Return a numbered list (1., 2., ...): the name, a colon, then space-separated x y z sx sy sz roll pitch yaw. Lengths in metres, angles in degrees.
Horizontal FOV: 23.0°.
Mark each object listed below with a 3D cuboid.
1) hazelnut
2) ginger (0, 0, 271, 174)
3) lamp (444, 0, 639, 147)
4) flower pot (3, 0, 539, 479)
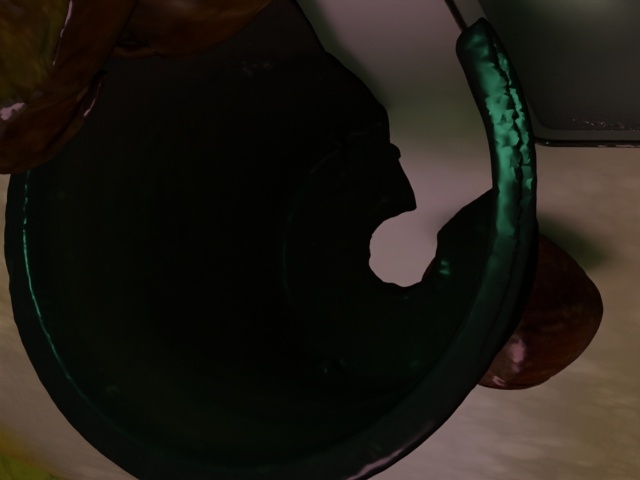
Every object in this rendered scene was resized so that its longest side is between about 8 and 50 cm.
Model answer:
1. hazelnut: 0.159 0.053 1.327 0.154 0.143 0.143 5 156 43
2. ginger: -0.097 -0.226 0.779 0.176 0.254 0.418 38 145 23
3. lamp: 0.212 -0.135 0.947 0.266 0.047 0.269 5 155 27
4. flower pot: 0.000 0.000 1.072 0.379 0.379 0.251 4 174 26
